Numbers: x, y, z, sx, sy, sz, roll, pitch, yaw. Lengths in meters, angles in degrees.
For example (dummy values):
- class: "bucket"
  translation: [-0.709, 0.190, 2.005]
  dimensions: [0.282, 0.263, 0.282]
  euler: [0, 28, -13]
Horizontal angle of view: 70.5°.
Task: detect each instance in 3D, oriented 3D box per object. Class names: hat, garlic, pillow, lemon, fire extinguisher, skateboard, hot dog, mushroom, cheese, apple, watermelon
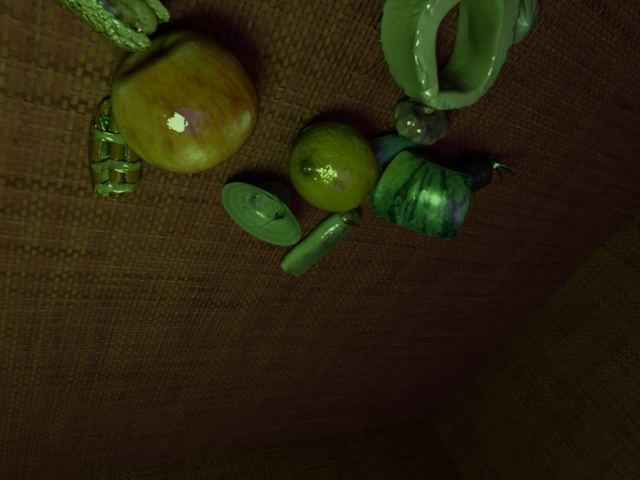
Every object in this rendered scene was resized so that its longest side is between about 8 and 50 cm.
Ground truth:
- class: "hat"
  translation: [-0.138, -0.104, 1.241]
  dimensions: [0.109, 0.252, 0.252]
  euler: [-61, 150, -30]
- class: "garlic"
  translation: [0.279, -0.333, 1.233]
  dimensions: [0.159, 0.147, 0.102]
  euler: [18, 164, -10]
- class: "pillow"
  translation: [0.188, -0.209, 1.338]
  dimensions: [0.214, 0.086, 0.233]
  euler: [-14, 137, -8]
- class: "lemon"
  translation: [0.037, -0.186, 1.175]
  dimensions: [0.229, 0.228, 0.253]
  euler: [-37, 141, 9]
- class: "fire extinguisher"
  translation: [0.451, -0.186, 1.475]
  dimensions: [0.338, 0.135, 0.114]
  euler: [-27, 163, -3]
- class: "skateboard"
  translation: [0.135, -0.449, 1.122]
  dimensions: [0.083, 0.032, 0.064]
  euler: [-41, 127, 10]
- class: "hot dog"
  translation: [-0.458, -0.199, 1.012]
  dimensions: [0.110, 0.072, 0.269]
  euler: [-4, 134, -29]
- class: "mushroom"
  translation: [0.000, 0.000, 1.457]
  dimensions: [0.312, 0.081, 0.100]
  euler: [-41, 134, 20]
- class: "cheese"
  translation: [0.301, -0.474, 1.075]
  dimensions: [0.293, 0.153, 0.332]
  euler: [-30, 137, -11]
- class: "apple"
  translation: [-0.269, -0.274, 0.897]
  dimensions: [0.286, 0.286, 0.233]
  euler: [-27, 139, -2]
- class: "watermelon"
  translation: [0.311, -0.139, 1.310]
  dimensions: [0.201, 0.262, 0.212]
  euler: [-38, 151, -52]

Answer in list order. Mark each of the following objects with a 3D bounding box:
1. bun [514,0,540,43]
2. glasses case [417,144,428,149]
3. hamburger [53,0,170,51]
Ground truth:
- class: "bun"
  translation: [0.508, -0.565, 1.161]
  dimensions: [0.138, 0.094, 0.138]
  euler: [-18, 137, -17]
- class: "glasses case"
  translation: [0.293, -0.263, 1.378]
  dimensions: [0.063, 0.041, 0.164]
  euler: [-15, 137, -6]
- class: "hamburger"
  translation: [-0.406, -0.432, 0.766]
  dimensions: [0.262, 0.131, 0.124]
  euler: [39, 72, -41]
